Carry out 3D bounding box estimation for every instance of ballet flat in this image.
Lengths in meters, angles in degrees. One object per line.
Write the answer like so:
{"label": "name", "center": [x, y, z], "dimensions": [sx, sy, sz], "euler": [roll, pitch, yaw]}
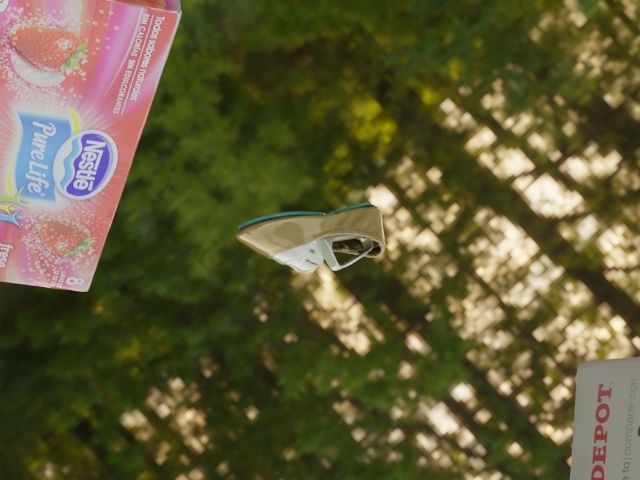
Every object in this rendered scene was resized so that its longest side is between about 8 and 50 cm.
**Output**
{"label": "ballet flat", "center": [0.000, 0.000, 1.731], "dimensions": [0.080, 0.073, 0.232], "euler": [-23, 171, 42]}

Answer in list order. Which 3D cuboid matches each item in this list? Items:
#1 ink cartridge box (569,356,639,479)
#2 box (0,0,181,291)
{"label": "ink cartridge box", "center": [0.427, 0.250, 1.401], "dimensions": [0.385, 0.160, 0.279], "euler": [-10, -113, 45]}
{"label": "box", "center": [-0.209, -0.117, 1.100], "dimensions": [0.300, 0.142, 0.154], "euler": [116, -25, -43]}
